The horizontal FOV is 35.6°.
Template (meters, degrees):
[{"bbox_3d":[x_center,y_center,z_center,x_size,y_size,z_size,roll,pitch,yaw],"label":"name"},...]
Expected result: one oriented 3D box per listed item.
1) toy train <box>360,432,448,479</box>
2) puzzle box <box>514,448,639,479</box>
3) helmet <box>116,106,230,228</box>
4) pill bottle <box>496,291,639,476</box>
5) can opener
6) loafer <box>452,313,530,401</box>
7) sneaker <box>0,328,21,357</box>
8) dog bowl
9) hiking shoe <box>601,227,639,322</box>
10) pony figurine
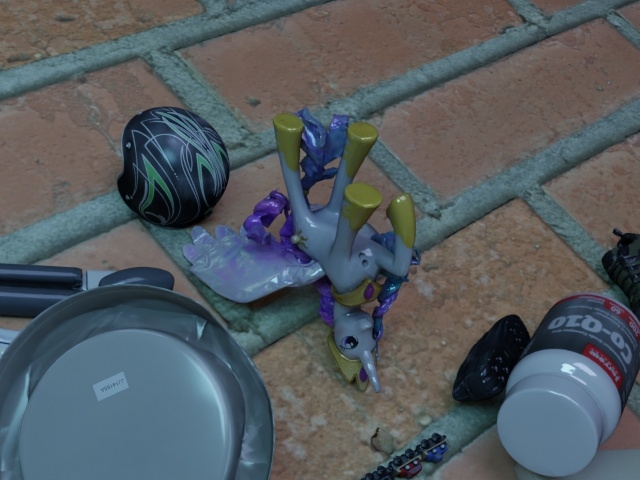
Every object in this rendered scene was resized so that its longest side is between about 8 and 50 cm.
[{"bbox_3d":[0.120,0.308,1.363,0.158,0.027,0.036,-22,66,-35],"label":"toy train"},{"bbox_3d":[0.442,0.476,1.338,0.272,0.052,0.409,4,51,-20],"label":"puzzle box"},{"bbox_3d":[-0.218,-0.115,1.489,0.169,0.162,0.169,11,47,-12],"label":"helmet"},{"bbox_3d":[0.360,0.201,1.425,0.161,0.161,0.283,36,34,9],"label":"pill bottle"},{"bbox_3d":[-0.341,0.055,1.340,0.283,0.095,0.076,4,49,-20],"label":"can opener"},{"bbox_3d":[0.257,0.175,1.500,0.076,0.078,0.223,59,33,-4],"label":"loafer"},{"bbox_3d":[-0.385,0.164,1.247,0.258,0.094,0.091,12,65,-6],"label":"sneaker"},{"bbox_3d":[-0.211,0.228,1.133,0.348,0.102,0.349,-2,77,8],"label":"dog bowl"},{"bbox_3d":[0.536,0.068,1.717,0.114,0.086,0.227,17,40,10],"label":"hiking shoe"},{"bbox_3d":[0.000,0.000,1.404,0.302,0.364,0.351,-20,45,-26],"label":"pony figurine"}]
